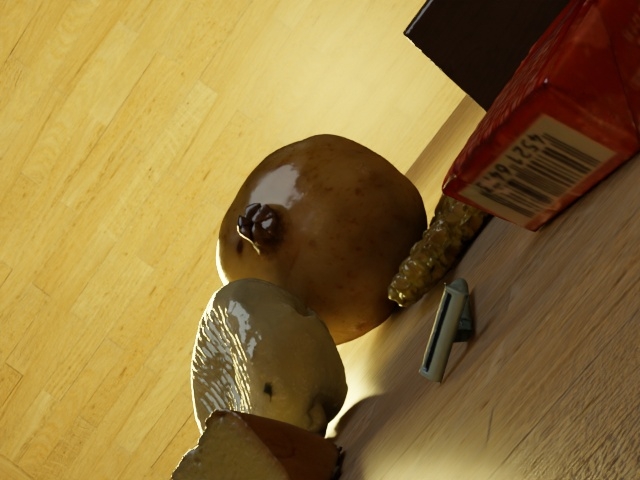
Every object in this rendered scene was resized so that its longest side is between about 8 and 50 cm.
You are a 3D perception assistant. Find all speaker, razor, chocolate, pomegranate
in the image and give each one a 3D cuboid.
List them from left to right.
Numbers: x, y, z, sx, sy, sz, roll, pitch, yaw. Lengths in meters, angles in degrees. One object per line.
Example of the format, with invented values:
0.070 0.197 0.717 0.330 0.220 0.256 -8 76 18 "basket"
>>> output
0.003 0.006 1.875 0.307 0.307 0.307 -53 2 3 "pomegranate"
0.128 0.066 1.309 0.211 0.036 0.084 -42 -30 -76 "razor"
0.237 -0.253 1.480 0.231 0.192 0.153 -52 -23 22 "speaker"
0.236 -0.141 1.240 0.235 0.108 0.237 -55 1 -27 "chocolate"

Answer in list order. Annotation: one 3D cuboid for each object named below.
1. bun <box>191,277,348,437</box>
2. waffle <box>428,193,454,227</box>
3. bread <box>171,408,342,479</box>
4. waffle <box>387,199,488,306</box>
-0.057 0.163 1.691 0.160 0.259 0.259 -6 -23 -25 "bun"
0.234 -0.131 1.831 0.291 0.051 0.291 -55 0 0 "waffle"
-0.038 0.266 1.395 0.140 0.169 0.160 -53 43 22 "bread"
0.147 0.000 1.629 0.194 0.051 0.149 -49 2 -11 "waffle"
